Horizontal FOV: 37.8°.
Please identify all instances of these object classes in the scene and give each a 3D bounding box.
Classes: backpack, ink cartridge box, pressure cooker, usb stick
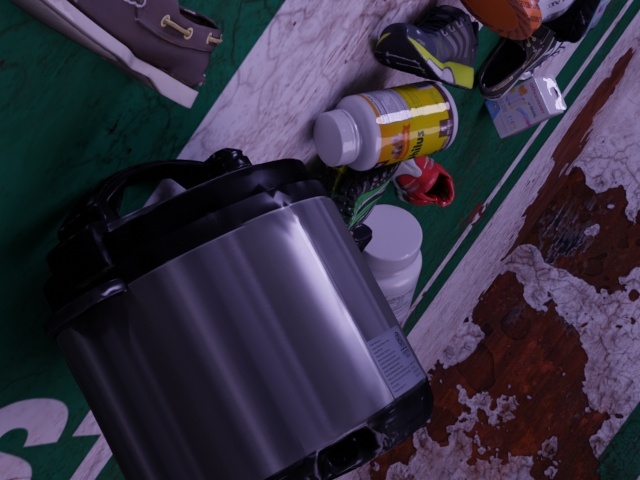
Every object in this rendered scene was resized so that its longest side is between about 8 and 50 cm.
[{"bbox_3d":[0.474,-0.491,1.751,0.144,0.166,0.188,-43,161,-34],"label":"backpack"},{"bbox_3d":[0.449,-0.295,2.028,0.143,0.092,0.090,-25,176,35],"label":"ink cartridge box"},{"bbox_3d":[-0.107,0.094,1.093,0.375,0.420,0.370,-27,175,-12],"label":"pressure cooker"},{"bbox_3d":[0.009,0.073,1.736,0.077,0.045,0.278,-26,158,-48],"label":"usb stick"}]

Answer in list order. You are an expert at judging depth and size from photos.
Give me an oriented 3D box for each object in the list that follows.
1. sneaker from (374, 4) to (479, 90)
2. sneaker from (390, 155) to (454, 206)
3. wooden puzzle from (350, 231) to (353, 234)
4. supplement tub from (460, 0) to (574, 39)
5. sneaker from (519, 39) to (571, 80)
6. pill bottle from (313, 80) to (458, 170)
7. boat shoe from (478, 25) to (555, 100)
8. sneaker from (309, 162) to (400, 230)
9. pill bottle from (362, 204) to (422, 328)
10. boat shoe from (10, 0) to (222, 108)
[{"bbox_3d":[0.177,-0.321,1.495,0.300,0.111,0.121,-6,113,-66],"label":"sneaker"},{"bbox_3d":[0.217,-0.106,1.870,0.107,0.118,0.279,-56,160,6],"label":"sneaker"},{"bbox_3d":[0.014,0.007,1.601,0.078,0.014,0.116,-31,180,-41],"label":"wooden puzzle"},{"bbox_3d":[0.364,-0.485,1.479,0.316,0.193,0.193,-52,160,-7],"label":"supplement tub"},{"bbox_3d":[0.483,-0.438,1.984,0.234,0.078,0.106,-42,159,-24],"label":"sneaker"},{"bbox_3d":[0.100,-0.176,1.453,0.215,0.117,0.117,-16,142,-29],"label":"pill bottle"},{"bbox_3d":[0.401,-0.383,1.883,0.228,0.081,0.068,-54,164,7],"label":"boat shoe"},{"bbox_3d":[0.013,-0.040,1.506,0.343,0.134,0.146,-41,157,-33],"label":"sneaker"},{"bbox_3d":[0.114,0.068,1.863,0.160,0.160,0.283,-41,157,-31],"label":"pill bottle"},{"bbox_3d":[-0.178,-0.208,0.847,0.097,0.116,0.324,-60,164,2],"label":"boat shoe"}]
